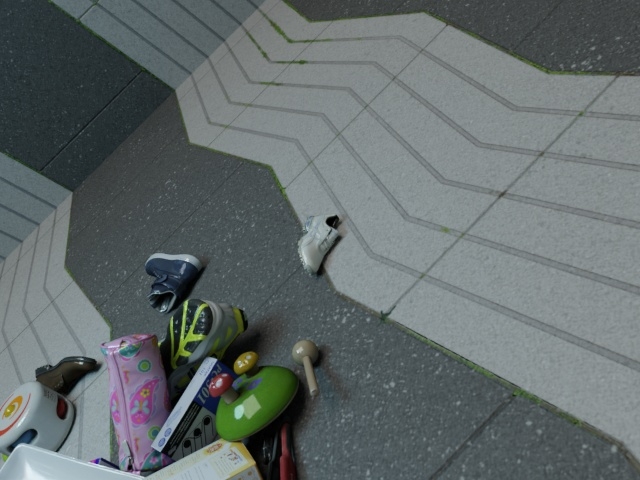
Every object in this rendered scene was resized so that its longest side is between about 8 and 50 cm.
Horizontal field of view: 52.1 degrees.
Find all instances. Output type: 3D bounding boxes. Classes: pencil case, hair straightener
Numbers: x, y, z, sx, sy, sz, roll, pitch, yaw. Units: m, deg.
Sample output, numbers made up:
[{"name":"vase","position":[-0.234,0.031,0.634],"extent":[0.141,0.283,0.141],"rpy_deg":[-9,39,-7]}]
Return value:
[{"name":"pencil case","position":[-0.372,0.336,1.342],"extent":[0.124,0.124,0.284],"rpy_deg":[-8,90,42]},{"name":"hair straightener","position":[-0.091,0.391,1.169],"extent":[0.089,0.047,0.231],"rpy_deg":[-33,34,16]}]

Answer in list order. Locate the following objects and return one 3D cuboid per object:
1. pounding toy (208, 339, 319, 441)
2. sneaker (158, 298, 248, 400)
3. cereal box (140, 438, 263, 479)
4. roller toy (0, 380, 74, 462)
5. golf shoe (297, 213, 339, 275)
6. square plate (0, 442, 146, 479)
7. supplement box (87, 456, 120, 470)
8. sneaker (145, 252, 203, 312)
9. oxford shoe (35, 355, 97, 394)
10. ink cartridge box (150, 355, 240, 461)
[{"name":"pounding toy","position":[-0.123,0.264,1.242],"extent":[0.236,0.110,0.183],"rpy_deg":[-32,15,10]},{"name":"sneaker","position":[-0.299,0.273,1.465],"extent":[0.384,0.147,0.145],"rpy_deg":[-43,55,34]},{"name":"cereal box","position":[-0.233,0.435,1.148],"extent":[0.240,0.048,0.173],"rpy_deg":[-24,11,-16]},{"name":"roller toy","position":[-0.760,0.472,1.713],"extent":[0.191,0.146,0.209],"rpy_deg":[-11,44,39]},{"name":"golf shoe","position":[0.000,0.000,1.494],"extent":[0.085,0.069,0.176],"rpy_deg":[-18,41,25]},{"name":"square plate","position":[-0.519,0.570,1.201],"extent":[0.343,0.049,0.347],"rpy_deg":[7,49,21]},{"name":"supplement box","position":[-0.512,0.554,1.385],"extent":[0.220,0.111,0.114],"rpy_deg":[-25,38,28]},{"name":"sneaker","position":[-0.448,0.119,1.825],"extent":[0.226,0.086,0.164],"rpy_deg":[-6,46,43]},{"name":"oxford shoe","position":[-0.712,0.386,1.839],"extent":[0.227,0.082,0.096],"rpy_deg":[-25,57,27]},{"name":"ink cartridge box","position":[-0.245,0.351,1.334],"extent":[0.046,0.097,0.207],"rpy_deg":[3,55,48]}]
